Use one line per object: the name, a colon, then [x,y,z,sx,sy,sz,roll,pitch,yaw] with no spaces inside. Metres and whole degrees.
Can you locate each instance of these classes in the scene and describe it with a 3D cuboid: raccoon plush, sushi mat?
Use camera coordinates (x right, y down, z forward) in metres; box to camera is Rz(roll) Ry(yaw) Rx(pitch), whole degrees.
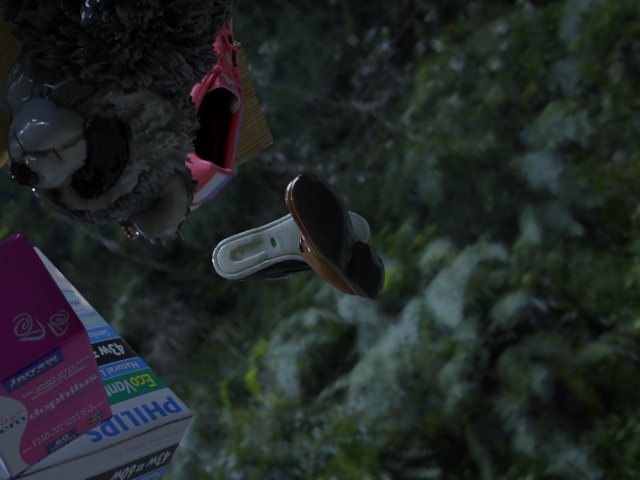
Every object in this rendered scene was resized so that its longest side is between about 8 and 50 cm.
raccoon plush: [-0.095,-0.196,1.222,0.446,0.216,0.299,-32,-43,-27]
sushi mat: [-0.172,-0.133,1.863,0.316,0.019,0.151,-39,-60,-47]

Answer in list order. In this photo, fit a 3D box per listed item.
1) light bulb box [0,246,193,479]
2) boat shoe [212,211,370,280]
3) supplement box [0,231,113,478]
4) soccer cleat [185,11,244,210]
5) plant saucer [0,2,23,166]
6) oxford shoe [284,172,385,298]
light bulb box: [-0.429,0.227,1.887,0.358,0.361,0.225,-15,-40,-50]
boat shoe: [-0.037,0.010,2.144,0.233,0.084,0.079,-14,-19,10]
supplement box: [-0.263,0.104,1.267,0.111,0.114,0.220,-31,-22,-15]
soccer cleat: [-0.128,-0.189,1.656,0.108,0.318,0.116,20,-26,-35]
plant saucer: [-0.404,-0.164,1.226,0.333,0.081,0.333,39,-85,-31]
oxford shoe: [0.000,0.000,1.727,0.212,0.076,0.076,58,-133,-43]
